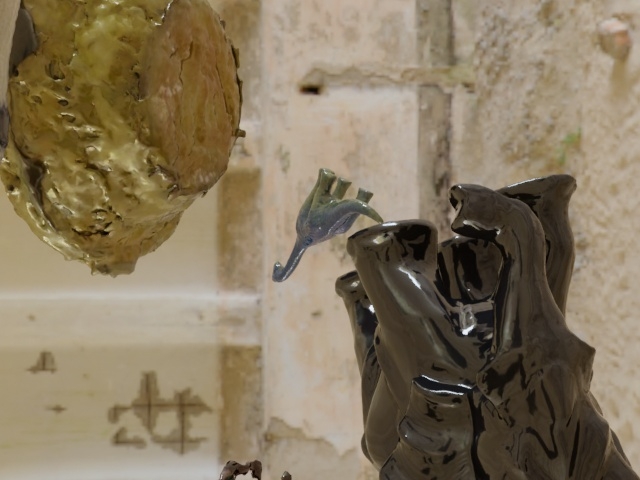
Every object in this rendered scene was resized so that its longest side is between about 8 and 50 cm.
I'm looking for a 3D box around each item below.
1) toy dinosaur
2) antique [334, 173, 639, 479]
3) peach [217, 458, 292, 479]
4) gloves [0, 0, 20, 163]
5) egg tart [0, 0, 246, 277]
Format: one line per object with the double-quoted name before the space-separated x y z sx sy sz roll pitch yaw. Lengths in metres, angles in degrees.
"toy dinosaur" 0.000 0.000 1.188 0.188 0.075 0.248 -68 24 6
"antique" 0.121 0.108 0.675 0.322 0.185 0.255 111 151 -71
"peach" 0.000 0.218 0.341 0.189 0.068 0.279 -33 -58 -56
"gloves" -0.165 -0.077 0.270 0.131 0.140 0.218 -125 41 -72
"egg tart" -0.166 -0.136 0.808 0.341 0.132 0.341 7 -90 -68
